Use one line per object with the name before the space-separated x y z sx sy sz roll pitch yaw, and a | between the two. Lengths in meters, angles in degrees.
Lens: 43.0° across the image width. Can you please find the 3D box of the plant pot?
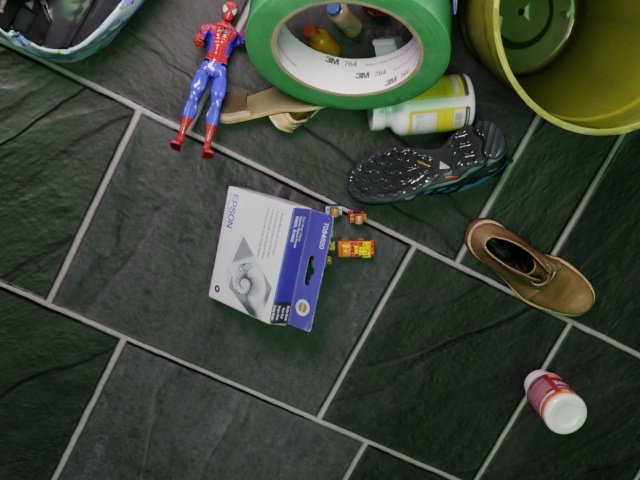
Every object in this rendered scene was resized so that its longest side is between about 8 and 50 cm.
plant pot | 0.395 -0.380 1.334 0.367 0.353 0.366 -3 106 -9

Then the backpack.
backpack | -0.386 -0.455 1.302 0.290 0.273 0.355 30 79 -13

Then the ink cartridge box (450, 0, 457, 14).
ink cartridge box | 0.138 -0.556 1.307 0.151 0.270 0.395 -35 105 5

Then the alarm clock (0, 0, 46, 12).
alarm clock | -0.440 -0.434 1.168 0.130 0.064 0.191 -16 96 8

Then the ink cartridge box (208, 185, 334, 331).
ink cartridge box | -0.095 0.032 1.471 0.224 0.045 0.223 18 102 34

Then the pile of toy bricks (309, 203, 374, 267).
pile of toy bricks | 0.000 0.000 1.517 0.213 0.105 0.118 -2 104 -6

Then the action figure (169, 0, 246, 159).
action figure | -0.180 -0.292 1.382 0.092 0.139 0.280 15 78 -11

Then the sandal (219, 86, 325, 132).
sandal | -0.070 -0.233 1.480 0.240 0.088 0.079 -7 139 3

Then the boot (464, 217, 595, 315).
boot | 0.420 0.069 1.580 0.305 0.115 0.112 31 97 -14

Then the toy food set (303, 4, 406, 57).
toy food set | 0.093 -0.372 1.395 0.232 0.104 0.111 6 84 24

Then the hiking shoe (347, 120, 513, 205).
hiking shoe | 0.203 -0.116 1.508 0.304 0.132 0.113 -14 64 16

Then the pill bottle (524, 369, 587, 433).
pill bottle | 0.464 0.317 1.626 0.086 0.152 0.086 -2 104 -6

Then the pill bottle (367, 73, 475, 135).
pill bottle | 0.181 -0.245 1.478 0.184 0.103 0.103 -6 105 -5

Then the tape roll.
tape roll | 0.045 -0.326 1.282 0.322 0.321 0.077 11 65 -9
